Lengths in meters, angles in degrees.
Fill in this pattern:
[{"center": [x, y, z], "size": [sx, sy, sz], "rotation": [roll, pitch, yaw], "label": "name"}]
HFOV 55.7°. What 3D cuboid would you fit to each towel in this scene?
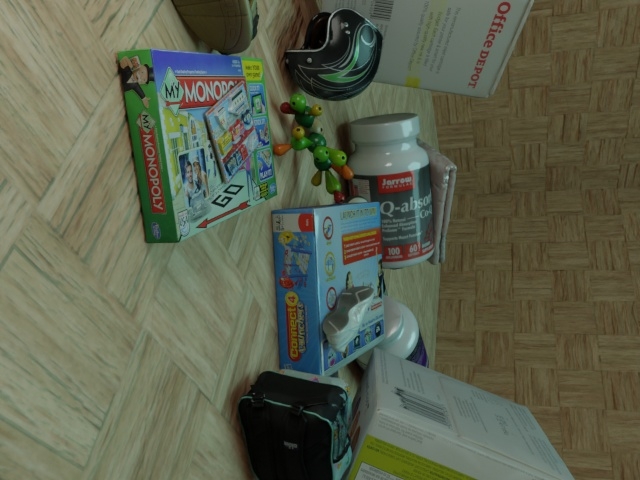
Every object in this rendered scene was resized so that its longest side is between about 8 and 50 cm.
[{"center": [0.260, -0.140, 1.694], "size": [0.332, 0.054, 0.316], "rotation": [-129, -149, -49], "label": "towel"}]

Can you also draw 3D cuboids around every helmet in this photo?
[{"center": [0.024, -0.342, 1.138], "size": [0.161, 0.170, 0.169], "rotation": [-61, 162, 4], "label": "helmet"}]

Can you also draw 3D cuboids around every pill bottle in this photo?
[{"center": [0.175, -0.128, 1.542], "size": [0.210, 0.211, 0.362], "rotation": [-51, 137, -64], "label": "pill bottle"}, {"center": [0.172, 0.268, 1.551], "size": [0.322, 0.182, 0.181], "rotation": [66, 29, -52], "label": "pill bottle"}]

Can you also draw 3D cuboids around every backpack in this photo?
[{"center": [-0.030, 0.300, 0.937], "size": [0.144, 0.166, 0.188], "rotation": [-37, 128, -62], "label": "backpack"}]

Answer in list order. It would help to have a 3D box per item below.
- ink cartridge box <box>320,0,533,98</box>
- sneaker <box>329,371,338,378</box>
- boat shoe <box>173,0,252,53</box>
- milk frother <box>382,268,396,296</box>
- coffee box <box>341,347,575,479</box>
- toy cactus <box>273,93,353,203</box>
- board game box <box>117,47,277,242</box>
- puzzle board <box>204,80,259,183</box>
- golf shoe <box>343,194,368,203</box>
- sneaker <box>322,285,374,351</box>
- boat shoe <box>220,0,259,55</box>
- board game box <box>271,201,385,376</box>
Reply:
[{"center": [0.198, -0.464, 1.237], "size": [0.279, 0.385, 0.160], "rotation": [99, 0, -58], "label": "ink cartridge box"}, {"center": [-0.025, 0.319, 1.128], "size": [0.212, 0.080, 0.094], "rotation": [-59, 156, -48], "label": "sneaker"}, {"center": [-0.146, -0.362, 0.724], "size": [0.285, 0.103, 0.092], "rotation": [62, 36, -44], "label": "boat shoe"}, {"center": [0.168, 0.118, 1.617], "size": [0.134, 0.143, 0.129], "rotation": [71, 20, -44], "label": "milk frother"}, {"center": [0.195, 0.449, 1.102], "size": [0.337, 0.339, 0.334], "rotation": [-52, 163, -82], "label": "coffee box"}, {"center": [-0.018, -0.183, 1.138], "size": [0.219, 0.112, 0.180], "rotation": [52, 13, -33], "label": "toy cactus"}, {"center": [-0.143, -0.136, 0.806], "size": [0.317, 0.046, 0.213], "rotation": [-41, 129, -68], "label": "board game box"}, {"center": [-0.113, -0.146, 0.806], "size": [0.128, 0.011, 0.096], "rotation": [-66, 150, -54], "label": "puzzle board"}, {"center": [0.100, 0.025, 1.402], "size": [0.120, 0.105, 0.272], "rotation": [160, -69, -71], "label": "golf shoe"}, {"center": [0.052, 0.137, 1.084], "size": [0.152, 0.054, 0.061], "rotation": [-47, 136, -43], "label": "sneaker"}, {"center": [-0.115, -0.312, 0.887], "size": [0.049, 0.056, 0.152], "rotation": [63, 30, -44], "label": "boat shoe"}, {"center": [0.027, 0.081, 1.181], "size": [0.308, 0.086, 0.301], "rotation": [-11, 99, -62], "label": "board game box"}]
